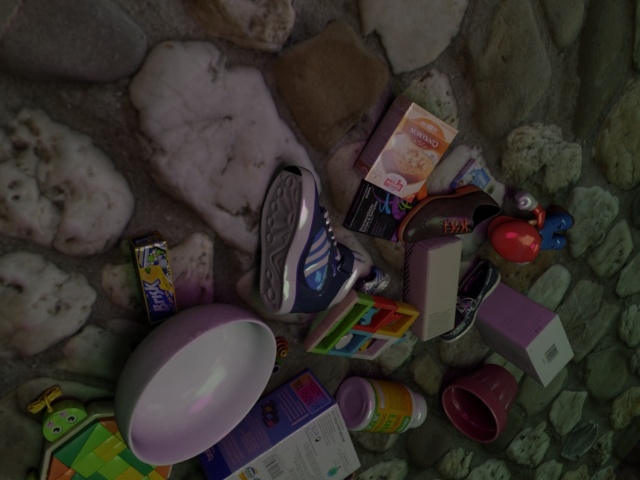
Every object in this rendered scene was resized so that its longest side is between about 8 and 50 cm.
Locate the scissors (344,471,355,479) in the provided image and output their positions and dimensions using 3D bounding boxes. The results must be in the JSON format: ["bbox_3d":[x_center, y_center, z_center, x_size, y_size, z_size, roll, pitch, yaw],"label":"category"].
[{"bbox_3d":[-0.026,0.729,1.573,0.297,0.021,0.109,-28,127,-20],"label":"scissors"}]

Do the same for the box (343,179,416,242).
[{"bbox_3d":[0.139,-0.064,1.273,0.162,0.029,0.116,13,106,-35],"label":"box"}]

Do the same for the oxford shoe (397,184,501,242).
[{"bbox_3d":[0.309,-0.055,1.314,0.271,0.098,0.097,-25,130,-19],"label":"oxford shoe"}]

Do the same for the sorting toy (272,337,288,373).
[{"bbox_3d":[-0.104,0.278,1.282,0.061,0.042,0.102,5,111,-34],"label":"sorting toy"}]

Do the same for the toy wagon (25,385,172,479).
[{"bbox_3d":[-0.454,0.427,1.119,0.267,0.068,0.345,-37,128,-12],"label":"toy wagon"}]

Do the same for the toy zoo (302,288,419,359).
[{"bbox_3d":[0.118,0.217,1.354,0.293,0.030,0.192,17,121,-42],"label":"toy zoo"}]

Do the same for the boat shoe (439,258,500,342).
[{"bbox_3d":[0.401,0.163,1.512,0.255,0.095,0.079,-49,131,-3],"label":"boat shoe"}]

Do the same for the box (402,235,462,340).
[{"bbox_3d":[0.283,0.112,1.412,0.113,0.094,0.275,-15,120,-26],"label":"box"}]

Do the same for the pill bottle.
[{"bbox_3d":[0.171,0.447,1.481,0.245,0.136,0.137,19,102,-37],"label":"pill bottle"}]

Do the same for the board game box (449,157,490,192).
[{"bbox_3d":[0.379,-0.146,1.389,0.090,0.020,0.090,-52,130,0],"label":"board game box"}]

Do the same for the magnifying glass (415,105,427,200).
[{"bbox_3d":[0.221,-0.197,1.263,0.092,0.026,0.231,-26,123,-18],"label":"magnifying glass"}]

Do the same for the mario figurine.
[{"bbox_3d":[0.564,-0.032,1.528,0.320,0.170,0.198,-7,81,-41],"label":"mario figurine"}]

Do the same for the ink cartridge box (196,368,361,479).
[{"bbox_3d":[-0.123,0.538,1.332,0.395,0.151,0.270,-30,125,-18],"label":"ink cartridge box"}]

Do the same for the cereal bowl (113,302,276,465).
[{"bbox_3d":[-0.256,0.261,1.087,0.338,0.141,0.339,-33,141,-32],"label":"cereal bowl"}]

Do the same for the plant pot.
[{"bbox_3d":[0.503,0.480,1.690,0.180,0.201,0.202,-32,128,-35],"label":"plant pot"}]

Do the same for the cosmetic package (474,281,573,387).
[{"bbox_3d":[0.577,0.264,1.592,0.138,0.224,0.224,-44,129,-9],"label":"cosmetic package"}]

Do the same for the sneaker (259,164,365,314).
[{"bbox_3d":[0.000,0.001,1.169,0.236,0.130,0.323,-6,112,-41],"label":"sneaker"}]

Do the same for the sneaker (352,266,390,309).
[{"bbox_3d":[0.106,0.120,1.338,0.058,0.052,0.135,43,84,-26],"label":"sneaker"}]

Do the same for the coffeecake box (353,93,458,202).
[{"bbox_3d":[0.182,-0.195,1.185,0.142,0.068,0.186,21,110,-32],"label":"coffeecake box"}]

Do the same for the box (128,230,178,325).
[{"bbox_3d":[-0.314,0.072,1.038,0.059,0.054,0.169,-16,120,-26],"label":"box"}]
